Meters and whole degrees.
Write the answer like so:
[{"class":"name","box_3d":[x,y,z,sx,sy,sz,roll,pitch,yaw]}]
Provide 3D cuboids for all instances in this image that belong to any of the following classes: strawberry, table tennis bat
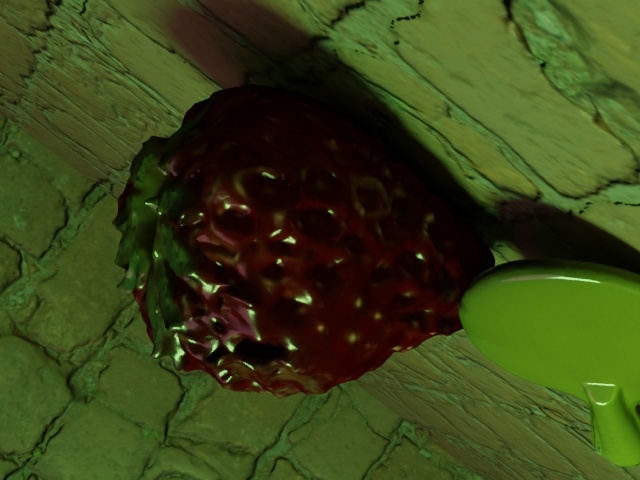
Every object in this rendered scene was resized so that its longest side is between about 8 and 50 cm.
[{"class":"strawberry","box_3d":[0.000,0.000,1.172,0.345,0.295,0.317,2,160,-23]},{"class":"table tennis bat","box_3d":[0.257,0.115,1.147,0.224,0.054,0.368,3,149,26]}]
